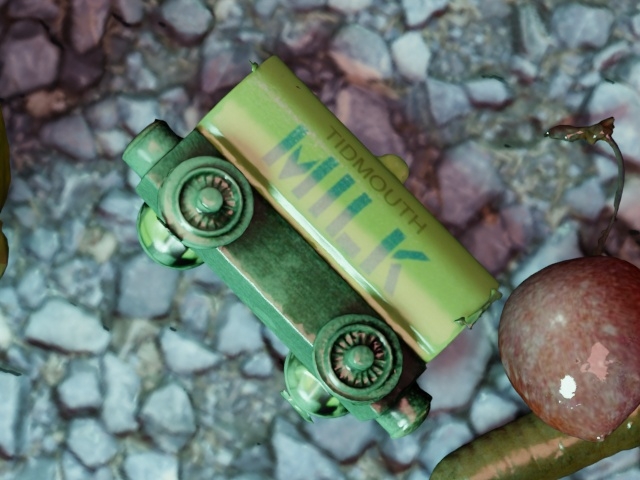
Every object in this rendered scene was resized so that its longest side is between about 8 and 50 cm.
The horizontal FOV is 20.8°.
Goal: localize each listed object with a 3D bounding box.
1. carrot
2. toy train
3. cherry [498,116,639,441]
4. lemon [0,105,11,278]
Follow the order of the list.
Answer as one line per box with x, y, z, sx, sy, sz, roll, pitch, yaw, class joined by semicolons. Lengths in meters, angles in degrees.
0.213;0.098;1.121;0.342;0.070;0.070;-24;89;-3;carrot
0.000;0.000;1.101;0.253;0.105;0.157;46;72;0;toy train
0.159;0.025;1.101;0.107;0.090;0.225;-27;47;29;cherry
-0.336;-0.046;0.956;0.364;0.364;0.364;0;88;-3;lemon
